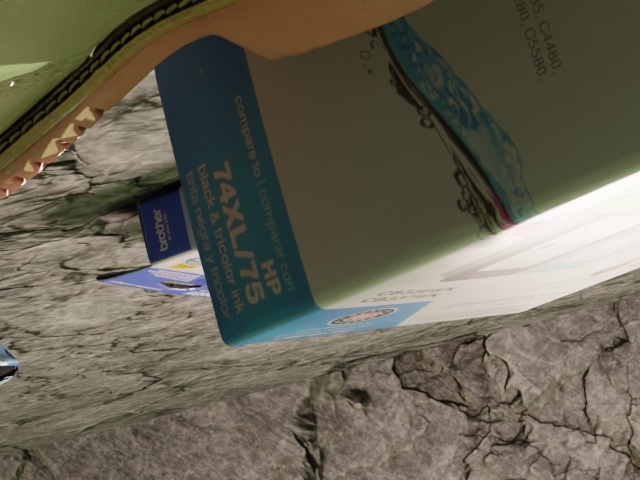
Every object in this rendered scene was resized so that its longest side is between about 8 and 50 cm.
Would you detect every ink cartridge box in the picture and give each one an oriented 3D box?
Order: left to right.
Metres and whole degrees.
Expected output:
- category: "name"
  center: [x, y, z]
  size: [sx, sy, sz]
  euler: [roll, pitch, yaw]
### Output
- category: "ink cartridge box"
  center: [-0.007, -0.027, 1.091]
  size: [0.311, 0.065, 0.186]
  euler: [-21, 167, 22]
- category: "ink cartridge box"
  center: [0.092, -0.093, 0.540]
  size: [0.198, 0.197, 0.270]
  euler: [-3, 164, -42]

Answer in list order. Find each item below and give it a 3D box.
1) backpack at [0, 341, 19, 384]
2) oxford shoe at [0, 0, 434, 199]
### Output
- category: "backpack"
  center: [-0.335, 0.083, 1.093]
  size: [0.173, 0.117, 0.158]
  euler: [-3, 164, -41]
- category: "oxford shoe"
  center: [-0.112, -0.116, 0.465]
  size: [0.397, 0.140, 0.146]
  euler: [-20, 141, 36]
